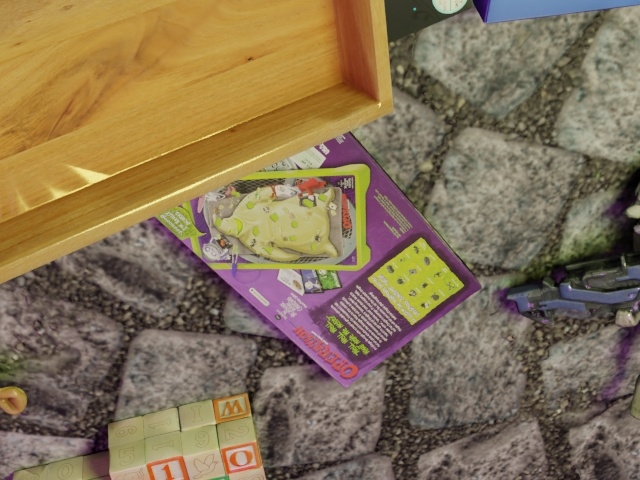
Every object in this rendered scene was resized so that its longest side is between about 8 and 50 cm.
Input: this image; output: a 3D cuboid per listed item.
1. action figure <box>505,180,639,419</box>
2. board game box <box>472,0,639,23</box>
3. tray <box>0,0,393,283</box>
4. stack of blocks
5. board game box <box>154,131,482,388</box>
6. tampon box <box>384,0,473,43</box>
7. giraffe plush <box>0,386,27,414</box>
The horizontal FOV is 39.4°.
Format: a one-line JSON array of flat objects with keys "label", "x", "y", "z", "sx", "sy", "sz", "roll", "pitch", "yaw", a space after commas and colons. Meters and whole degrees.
[{"label": "action figure", "x": 0.408, "y": 0.055, "z": 1.069, "sx": 0.341, "sy": 0.178, "sz": 0.330, "roll": -5, "pitch": 119, "yaw": 22}, {"label": "board game box", "x": 0.314, "y": -0.328, "z": 0.787, "sx": 0.347, "sy": 0.078, "sz": 0.233, "roll": -8, "pitch": 140, "yaw": -8}, {"label": "tray", "x": -0.141, "y": -0.121, "z": 0.645, "sx": 0.411, "sy": 0.076, "sz": 0.202, "roll": -25, "pitch": 130, "yaw": -21}, {"label": "stack of blocks", "x": -0.215, "y": 0.306, "z": 1.082, "sx": 0.297, "sy": 0.087, "sz": 0.171, "roll": -12, "pitch": 122, "yaw": -6}, {"label": "board game box", "x": 0.000, "y": 0.000, "z": 0.973, "sx": 0.208, "sy": 0.056, "sz": 0.347, "roll": -40, "pitch": 121, "yaw": 7}, {"label": "tampon box", "x": 0.035, "y": -0.244, "z": 0.797, "sx": 0.161, "sy": 0.101, "sz": 0.120, "roll": -24, "pitch": 124, "yaw": 1}, {"label": "giraffe plush", "x": -0.409, "y": 0.144, "z": 0.919, "sx": 0.210, "sy": 0.181, "sz": 0.170, "roll": -44, "pitch": 139, "yaw": -26}]
